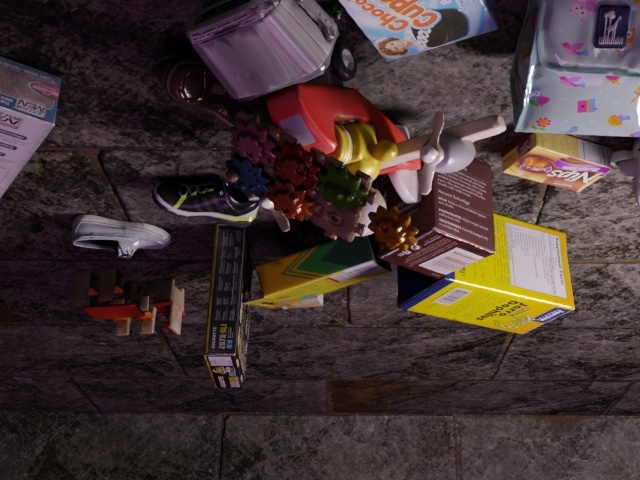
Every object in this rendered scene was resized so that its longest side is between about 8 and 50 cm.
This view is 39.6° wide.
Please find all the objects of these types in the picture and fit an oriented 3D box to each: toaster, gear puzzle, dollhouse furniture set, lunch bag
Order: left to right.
[{"bbox_3d":[-0.501,0.185,2.367,0.259,0.135,0.262,-5,153,13],"label":"dollhouse furniture set"},{"bbox_3d":[-0.096,-0.306,1.328,0.227,0.129,0.146,-12,135,35],"label":"toaster"},{"bbox_3d":[-0.004,-0.064,1.392,0.339,0.044,0.175,28,142,9],"label":"gear puzzle"},{"bbox_3d":[0.413,-0.288,1.334,0.223,0.160,0.262,4,143,2],"label":"lunch bag"}]

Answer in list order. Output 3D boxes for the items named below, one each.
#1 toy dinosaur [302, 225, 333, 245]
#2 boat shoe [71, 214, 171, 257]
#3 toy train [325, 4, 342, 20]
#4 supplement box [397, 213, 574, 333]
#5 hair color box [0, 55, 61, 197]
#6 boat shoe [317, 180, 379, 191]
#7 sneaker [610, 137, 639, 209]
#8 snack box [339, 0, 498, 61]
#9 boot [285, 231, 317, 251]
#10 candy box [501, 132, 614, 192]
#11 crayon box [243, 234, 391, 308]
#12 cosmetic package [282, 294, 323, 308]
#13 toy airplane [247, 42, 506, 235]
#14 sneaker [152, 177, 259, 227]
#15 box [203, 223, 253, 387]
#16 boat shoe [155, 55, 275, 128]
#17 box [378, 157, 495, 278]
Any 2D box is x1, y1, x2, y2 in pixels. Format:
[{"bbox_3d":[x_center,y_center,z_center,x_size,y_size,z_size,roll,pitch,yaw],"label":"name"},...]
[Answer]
[{"bbox_3d":[0.000,0.000,2.036,0.090,0.082,0.047,54,161,-6],"label":"toy dinosaur"},{"bbox_3d":[-0.461,0.002,2.049,0.228,0.081,0.079,10,153,-17],"label":"boat shoe"},{"bbox_3d":[-0.005,-0.345,1.379,0.083,0.023,0.017,-9,152,21],"label":"toy train"},{"bbox_3d":[0.370,0.068,2.020,0.357,0.194,0.195,14,151,-24],"label":"supplement box"},{"bbox_3d":[-0.612,-0.201,1.608,0.174,0.105,0.347,17,150,-30],"label":"hair color box"},{"bbox_3d":[0.102,-0.071,1.855,0.302,0.098,0.109,18,150,-30],"label":"boat shoe"},{"bbox_3d":[0.726,-0.126,1.682,0.366,0.137,0.210,24,147,-30],"label":"sneaker"},{"bbox_3d":[0.109,-0.383,1.251,0.187,0.060,0.322,-11,152,28],"label":"snack box"},{"bbox_3d":[-0.044,0.011,2.106,0.087,0.042,0.118,24,146,-27],"label":"boot"},{"bbox_3d":[0.458,-0.155,1.719,0.187,0.053,0.109,14,151,-22],"label":"candy box"},{"bbox_3d":[-0.012,0.074,2.057,0.319,0.081,0.202,-19,167,12],"label":"crayon box"},{"bbox_3d":[-0.054,0.153,2.391,0.115,0.041,0.060,-6,153,15],"label":"cosmetic package"},{"bbox_3d":[0.075,-0.128,1.520,0.384,0.272,0.386,4,158,-11],"label":"toy airplane"},{"bbox_3d":[-0.232,-0.100,1.864,0.235,0.084,0.097,10,129,-20],"label":"sneaker"},{"bbox_3d":[-0.212,0.159,2.088,0.079,0.322,0.257,1,155,2],"label":"box"},{"bbox_3d":[-0.173,-0.257,1.521,0.095,0.095,0.257,31,-174,38],"label":"boat shoe"},{"bbox_3d":[0.227,-0.058,1.757,0.167,0.203,0.168,18,149,-31],"label":"box"}]
